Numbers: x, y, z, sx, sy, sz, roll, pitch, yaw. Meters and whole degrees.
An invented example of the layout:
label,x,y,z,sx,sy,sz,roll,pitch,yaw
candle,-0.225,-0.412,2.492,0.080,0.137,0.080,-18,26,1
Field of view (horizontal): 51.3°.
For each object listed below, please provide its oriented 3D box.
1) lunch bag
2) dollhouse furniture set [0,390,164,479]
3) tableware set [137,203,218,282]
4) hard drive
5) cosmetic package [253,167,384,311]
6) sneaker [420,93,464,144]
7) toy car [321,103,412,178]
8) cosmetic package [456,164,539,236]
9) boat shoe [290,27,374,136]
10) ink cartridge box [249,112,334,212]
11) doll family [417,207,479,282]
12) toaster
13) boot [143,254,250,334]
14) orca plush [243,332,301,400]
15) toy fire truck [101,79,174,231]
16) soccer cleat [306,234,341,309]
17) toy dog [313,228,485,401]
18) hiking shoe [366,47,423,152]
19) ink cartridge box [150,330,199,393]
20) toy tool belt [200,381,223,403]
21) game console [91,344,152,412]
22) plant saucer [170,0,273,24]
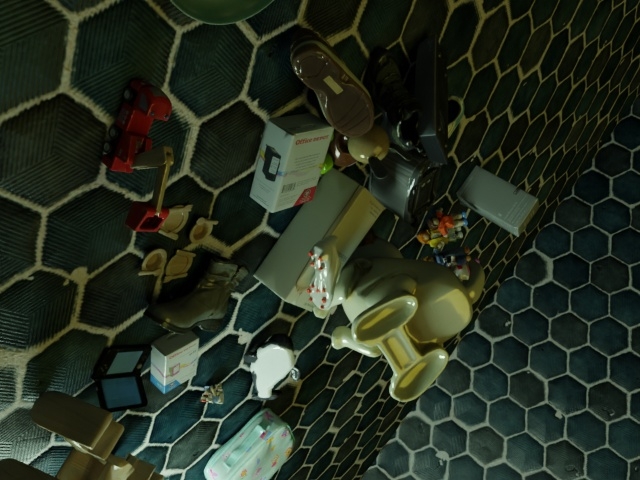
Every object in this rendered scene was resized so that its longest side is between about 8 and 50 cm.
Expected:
label,x,y,z,sx,sy,sz,roll,pitch,yaw
lunch bag,-0.201,0.625,1.943,0.279,0.107,0.224,-44,146,-23
dollhouse furniture set,-0.540,0.515,1.254,0.362,0.256,0.394,82,29,-54
tableware set,-0.266,0.008,1.245,0.169,0.020,0.141,-59,152,11
hard drive,0.258,-0.319,1.528,0.172,0.054,0.255,43,47,-63
cosmetic package,0.000,0.000,1.553,0.310,0.113,0.160,-56,153,2
sneaker,0.293,-0.275,1.724,0.237,0.085,0.086,-61,164,0
toy car,0.094,-0.193,1.397,0.155,0.188,0.149,-38,148,-28
cosmetic package,0.576,-0.130,2.172,0.127,0.238,0.107,-56,155,-3
boat shoe,0.026,-0.300,1.250,0.095,0.095,0.257,-25,144,13
ink cartridge box,-0.057,-0.157,1.327,0.127,0.072,0.175,-20,137,-47
doll family,0.395,0.032,2.130,0.163,0.263,0.118,-10,168,-22
toaster,0.210,-0.152,1.669,0.129,0.146,0.227,-35,146,-31
boot,-0.244,0.097,1.335,0.161,0.083,0.246,-63,158,5
orca plush,-0.113,0.315,1.746,0.287,0.151,0.102,88,14,-46
toy fire truck,-0.258,-0.124,0.983,0.047,0.135,0.192,0,121,-57
soccer cleat,0.014,0.075,1.471,0.076,0.068,0.196,-37,144,-34
toy dog,0.162,0.118,1.655,0.395,0.408,0.284,-44,121,-3
hiking shoe,0.172,-0.298,1.416,0.086,0.114,0.227,-28,112,-31
ink cartridge box,-0.310,0.252,1.415,0.088,0.052,0.123,-28,142,-40
toy tool belt,-0.266,0.371,1.633,0.083,0.052,0.051,39,56,-66
game console,-0.378,0.269,1.307,0.107,0.071,0.122,-59,153,11
plant saucer,-0.121,-0.461,0.920,0.317,0.043,0.318,-37,149,-28
